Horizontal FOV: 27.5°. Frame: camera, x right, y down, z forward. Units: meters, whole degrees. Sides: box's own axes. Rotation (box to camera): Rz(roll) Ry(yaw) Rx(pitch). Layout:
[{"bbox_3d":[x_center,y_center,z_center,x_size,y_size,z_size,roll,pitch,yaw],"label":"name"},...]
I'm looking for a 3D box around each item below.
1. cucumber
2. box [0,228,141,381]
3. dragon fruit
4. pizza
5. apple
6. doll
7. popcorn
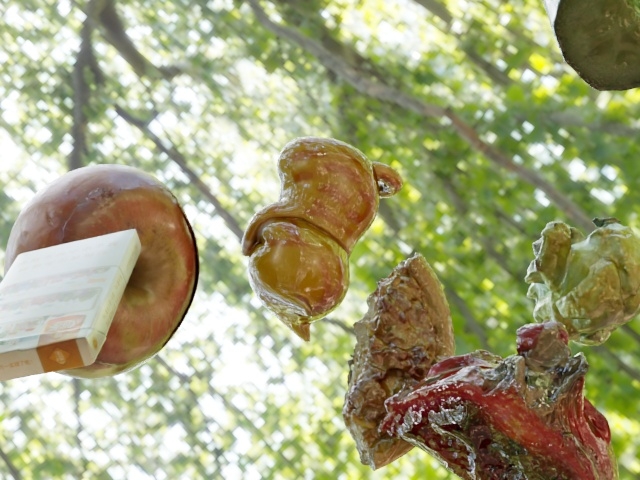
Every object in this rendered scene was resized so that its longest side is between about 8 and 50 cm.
[{"bbox_3d":[0.395,-0.308,1.788,0.191,0.130,0.191,0,-57,-1],"label":"cucumber"},{"bbox_3d":[-0.232,0.055,1.140,0.122,0.220,0.032,-11,-68,8],"label":"box"},{"bbox_3d":[0.209,0.164,1.273,0.134,0.262,0.211,-48,-20,-33],"label":"dragon fruit"},{"bbox_3d":[0.089,0.129,1.414,0.058,0.127,0.246,117,179,-65],"label":"pizza"},{"bbox_3d":[-0.282,0.038,1.662,0.251,0.206,0.271,-8,-79,-45],"label":"apple"},{"bbox_3d":[-0.012,-0.014,1.794,0.166,0.162,0.269,72,-139,-65],"label":"doll"},{"bbox_3d":[0.369,0.045,1.819,0.212,0.198,0.198,34,-82,-18],"label":"popcorn"}]
